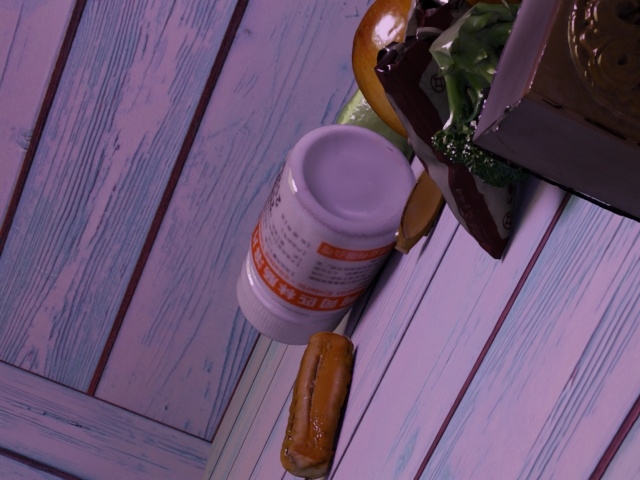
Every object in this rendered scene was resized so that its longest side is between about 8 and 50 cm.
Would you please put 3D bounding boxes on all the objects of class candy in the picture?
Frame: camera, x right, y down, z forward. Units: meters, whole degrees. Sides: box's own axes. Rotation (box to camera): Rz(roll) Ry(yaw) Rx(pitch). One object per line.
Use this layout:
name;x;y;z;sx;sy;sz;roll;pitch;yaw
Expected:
candy;0.077;-0.135;2.371;0.344;0.142;0.132;-66;-7;18

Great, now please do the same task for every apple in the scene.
apple;0.152;-0.206;1.615;0.237;0.207;0.237;-41;-12;-11

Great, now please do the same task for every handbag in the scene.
handbag;0.141;-0.129;1.412;0.127;0.235;0.213;-17;29;29

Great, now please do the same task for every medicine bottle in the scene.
medicine bottle;0.000;0.000;2.182;0.371;0.211;0.211;119;172;-55

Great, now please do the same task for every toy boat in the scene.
toy boat;0.141;-0.051;1.857;0.149;0.047;0.049;-65;-8;5

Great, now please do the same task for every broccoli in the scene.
broccoli;0.180;-0.142;1.249;0.195;0.156;0.195;-43;7;6

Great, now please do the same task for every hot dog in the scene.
hot dog;-0.003;0.237;2.002;0.289;0.083;0.068;-74;-11;-53

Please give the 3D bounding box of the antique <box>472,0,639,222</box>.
antique;0.201;-0.111;0.911;0.148;0.146;0.152;137;155;-73
